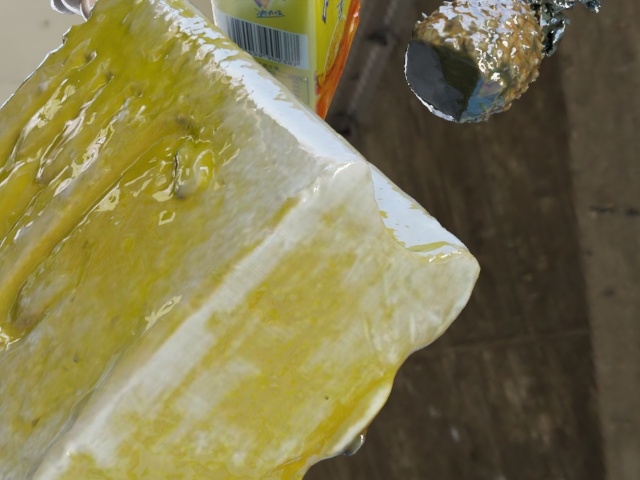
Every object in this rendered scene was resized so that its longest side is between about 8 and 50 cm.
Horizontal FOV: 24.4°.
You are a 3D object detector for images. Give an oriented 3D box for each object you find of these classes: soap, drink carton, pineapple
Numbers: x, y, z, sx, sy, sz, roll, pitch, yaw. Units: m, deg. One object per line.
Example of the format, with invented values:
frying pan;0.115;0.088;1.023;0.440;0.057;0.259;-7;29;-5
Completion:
soap;-0.105;0.025;0.875;0.293;0.156;0.335;-45;-143;3
drink carton;-0.031;-0.257;1.403;0.351;0.111;0.155;86;21;-66
pineapple;0.160;-0.180;1.258;0.108;0.197;0.108;33;-36;28

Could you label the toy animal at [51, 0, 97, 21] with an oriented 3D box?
toy animal;-0.222;-0.366;1.804;0.154;0.250;0.166;48;-9;-12
